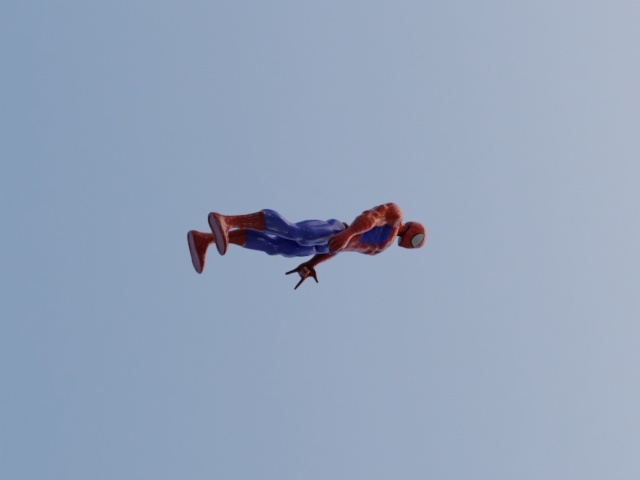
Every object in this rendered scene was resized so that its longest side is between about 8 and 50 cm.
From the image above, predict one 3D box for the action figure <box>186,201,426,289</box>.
[{"bbox_3d":[0.000,0.000,0.559,0.115,0.038,0.030,-6,-112,-33],"label":"action figure"}]
